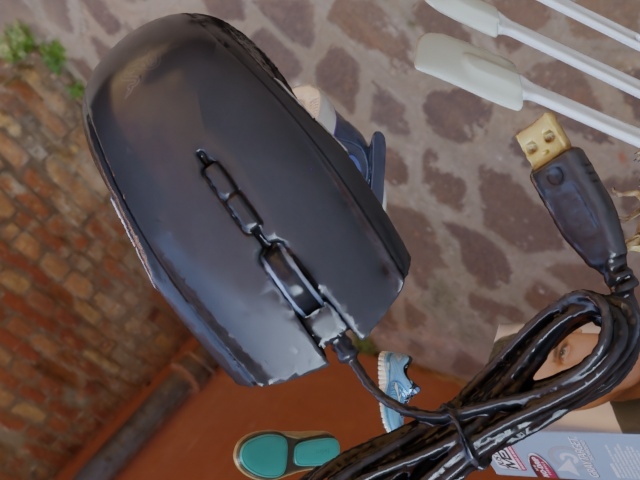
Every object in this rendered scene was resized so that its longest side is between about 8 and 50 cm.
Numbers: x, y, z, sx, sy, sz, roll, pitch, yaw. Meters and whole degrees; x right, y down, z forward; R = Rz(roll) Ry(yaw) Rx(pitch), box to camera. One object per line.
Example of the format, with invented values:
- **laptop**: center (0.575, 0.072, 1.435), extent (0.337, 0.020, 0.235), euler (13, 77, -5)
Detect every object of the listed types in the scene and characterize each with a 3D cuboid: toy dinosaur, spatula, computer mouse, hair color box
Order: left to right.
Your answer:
- **computer mouse**: center (0.008, -0.020, 0.365), extent (0.262, 0.184, 0.060), euler (60, -177, 19)
- **spatula**: center (0.166, -0.147, 0.656), extent (0.242, 0.168, 0.019), euler (16, 140, -23)
- **hair color box**: center (0.395, 0.202, 1.157), extent (0.374, 0.185, 0.113), euler (-8, 131, 38)
- **toy dinosaur**: center (0.383, -0.061, 0.983), extent (0.053, 0.183, 0.092), euler (34, -171, -42)

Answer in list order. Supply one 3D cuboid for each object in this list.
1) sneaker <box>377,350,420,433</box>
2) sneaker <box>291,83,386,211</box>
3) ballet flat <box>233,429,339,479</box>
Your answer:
- **sneaker**: center (0.139, 0.272, 1.576), extent (0.073, 0.162, 0.063), euler (-4, 163, 9)
- **sneaker**: center (0.000, 0.000, 1.065), extent (0.130, 0.323, 0.236), euler (-8, 142, 29)
- **ballet flat**: center (-0.068, 0.343, 1.451), extent (0.073, 0.080, 0.232), euler (-2, 169, 44)
